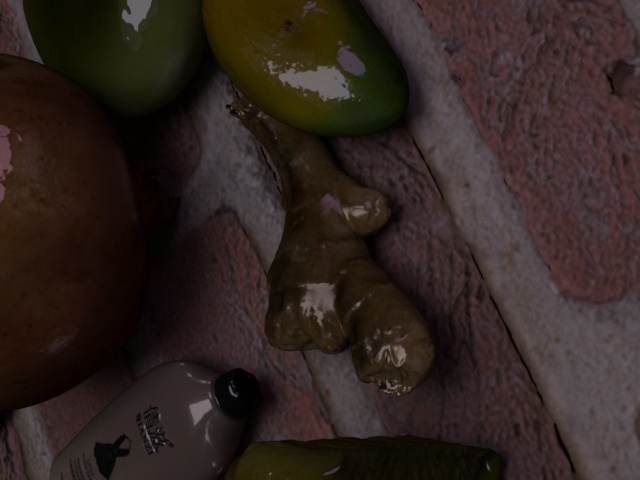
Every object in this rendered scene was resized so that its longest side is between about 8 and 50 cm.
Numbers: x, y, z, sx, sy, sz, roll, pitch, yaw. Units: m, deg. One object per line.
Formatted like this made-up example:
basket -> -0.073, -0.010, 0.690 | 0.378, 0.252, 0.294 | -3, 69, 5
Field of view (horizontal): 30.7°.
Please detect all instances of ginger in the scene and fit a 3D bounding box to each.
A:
ginger -> 0.000, 0.000, 1.019 | 0.148, 0.081, 0.334 | -37, 56, 33

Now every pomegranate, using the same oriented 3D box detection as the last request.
pomegranate -> -0.291, -0.012, 1.112 | 0.338, 0.338, 0.338 | -4, 83, 36

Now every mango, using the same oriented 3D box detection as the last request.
mango -> -0.022, -0.175, 1.035 | 0.137, 0.091, 0.237 | -34, 62, 9

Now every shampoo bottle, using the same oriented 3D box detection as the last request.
shampoo bottle -> -0.155, 0.192, 1.117 | 0.257, 0.078, 0.127 | -33, 66, 28

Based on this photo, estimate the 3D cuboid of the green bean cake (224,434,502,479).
green bean cake -> 0.024, 0.261, 0.881 | 0.124, 0.236, 0.233 | 3, 85, 40

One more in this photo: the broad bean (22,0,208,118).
broad bean -> -0.209, -0.261, 1.177 | 0.238, 0.119, 0.291 | -38, 65, 28
